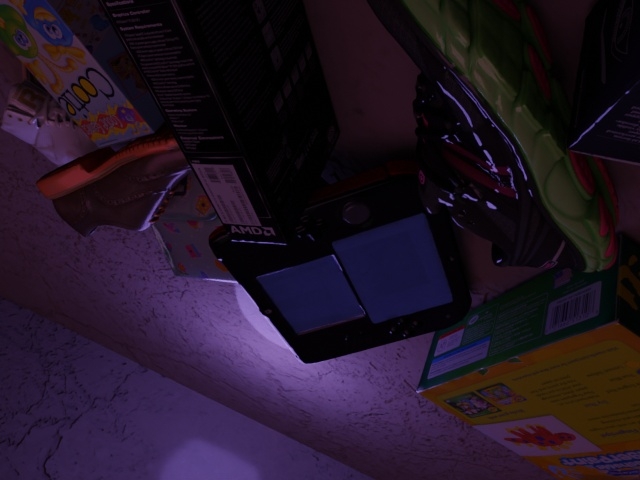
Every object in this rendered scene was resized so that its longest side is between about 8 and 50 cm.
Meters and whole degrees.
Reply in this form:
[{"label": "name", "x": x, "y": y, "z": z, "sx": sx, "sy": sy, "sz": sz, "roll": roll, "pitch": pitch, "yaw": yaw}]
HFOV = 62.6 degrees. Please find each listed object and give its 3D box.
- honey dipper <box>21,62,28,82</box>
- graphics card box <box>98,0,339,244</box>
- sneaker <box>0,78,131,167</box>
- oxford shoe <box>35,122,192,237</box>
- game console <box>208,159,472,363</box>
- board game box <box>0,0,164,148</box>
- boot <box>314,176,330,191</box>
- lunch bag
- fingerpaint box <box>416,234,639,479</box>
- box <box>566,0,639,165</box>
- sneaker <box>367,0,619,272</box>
[{"label": "honey dipper", "x": -0.527, "y": -0.295, "z": 0.939, "sx": 0.031, "sy": 0.030, "sz": 0.160, "roll": 30, "pitch": 141, "yaw": -5}, {"label": "graphics card box", "x": -0.089, "y": -0.200, "z": 0.605, "sx": 0.094, "sy": 0.232, "sz": 0.370, "roll": 2, "pitch": 139, "yaw": 24}, {"label": "sneaker", "x": -0.446, "y": -0.206, "z": 0.907, "sx": 0.293, "sy": 0.108, "sz": 0.169, "roll": -7, "pitch": 147, "yaw": 39}, {"label": "oxford shoe", "x": -0.258, "y": -0.097, "z": 0.812, "sx": 0.364, "sy": 0.130, "sz": 0.132, "roll": -13, "pitch": 115, "yaw": 24}, {"label": "game console", "x": 0.055, "y": 0.063, "z": 0.857, "sx": 0.342, "sy": 0.060, "sz": 0.386, "roll": -21, "pitch": 134, "yaw": 8}, {"label": "board game box", "x": -0.319, "y": -0.284, "z": 0.718, "sx": 0.142, "sy": 0.144, "sz": 0.275, "roll": -4, "pitch": 134, "yaw": 37}, {"label": "boot", "x": 0.000, "y": 0.000, "z": 0.917, "sx": 0.207, "sy": 0.090, "sz": 0.248, "roll": 32, "pitch": 134, "yaw": -19}, {"label": "lunch bag", "x": -0.193, "y": -0.063, "z": 0.914, "sx": 0.224, "sy": 0.160, "sz": 0.262, "roll": 4, "pitch": 126, "yaw": 33}, {"label": "fingerpaint box", "x": 0.448, "y": 0.232, "z": 0.876, "sx": 0.371, "sy": 0.163, "sz": 0.445, "roll": 32, "pitch": 145, "yaw": -7}, {"label": "box", "x": 0.296, "y": -0.167, "z": 0.412, "sx": 0.108, "sy": 0.153, "sz": 0.207, "roll": 13, "pitch": 168, "yaw": 5}, {"label": "sneaker", "x": 0.172, "y": -0.115, "z": 0.593, "sx": 0.202, "sy": 0.185, "sz": 0.482, "roll": -16, "pitch": 126, "yaw": 39}]
